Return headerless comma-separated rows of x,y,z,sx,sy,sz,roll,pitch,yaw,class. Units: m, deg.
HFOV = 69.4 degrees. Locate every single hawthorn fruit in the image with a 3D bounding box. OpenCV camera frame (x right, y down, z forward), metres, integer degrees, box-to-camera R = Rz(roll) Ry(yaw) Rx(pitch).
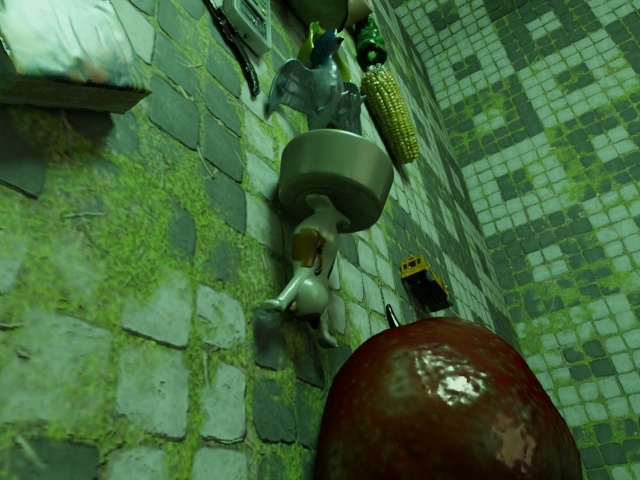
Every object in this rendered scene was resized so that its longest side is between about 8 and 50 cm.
0.127,0.211,0.559,0.285,0.284,0.369,47,23,-35,hawthorn fruit

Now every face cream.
0.099,-0.802,1.538,0.149,0.104,0.149,43,34,-39,face cream

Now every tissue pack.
-0.233,-0.172,0.402,0.109,0.060,0.148,66,24,-2,tissue pack

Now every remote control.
-0.136,-0.458,0.869,0.103,0.034,0.250,38,38,-45,remote control

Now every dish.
-0.003,-0.363,0.994,0.148,0.080,0.208,7,64,-57,dish

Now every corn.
0.215,-0.384,1.408,0.318,0.115,0.115,62,25,-9,corn

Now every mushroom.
-0.015,-0.612,1.095,0.267,0.163,0.190,-163,-107,-79,mushroom

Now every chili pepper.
0.170,-0.663,1.575,0.271,0.098,0.136,-92,172,-49,chili pepper

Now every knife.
-0.147,-0.343,0.763,0.222,0.021,0.045,64,28,-7,knife

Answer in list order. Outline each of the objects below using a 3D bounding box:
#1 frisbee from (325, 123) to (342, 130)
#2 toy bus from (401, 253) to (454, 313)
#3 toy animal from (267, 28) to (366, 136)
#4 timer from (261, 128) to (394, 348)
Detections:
0.058,-0.151,1.004,0.251,0.021,0.251,42,35,-39,frisbee
0.257,0.107,1.114,0.162,0.069,0.074,46,30,-35,toy bus
0.009,-0.262,0.862,0.239,0.256,0.176,16,14,-35,toy animal
0.000,0.000,0.648,0.175,0.175,0.266,42,51,-42,timer
